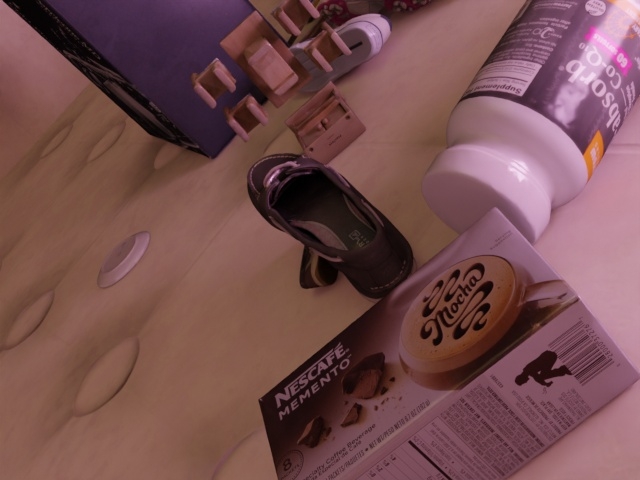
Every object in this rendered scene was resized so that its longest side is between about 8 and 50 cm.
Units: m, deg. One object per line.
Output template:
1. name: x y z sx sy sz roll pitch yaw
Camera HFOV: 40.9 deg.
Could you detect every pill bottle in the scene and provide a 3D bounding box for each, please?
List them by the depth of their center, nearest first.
1. pill bottle: 0.232 -0.133 0.908 0.162 0.162 0.278 5 56 55

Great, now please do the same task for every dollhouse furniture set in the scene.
1. dollhouse furniture set: -0.055 -0.253 1.362 0.212 0.242 0.161 -40 28 8

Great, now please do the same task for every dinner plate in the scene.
1. dinner plate: -0.385 0.032 1.658 0.141 0.017 0.141 -32 29 20

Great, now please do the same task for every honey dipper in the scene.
1. honey dipper: -0.009 -0.441 1.781 0.030 0.030 0.161 7 58 56

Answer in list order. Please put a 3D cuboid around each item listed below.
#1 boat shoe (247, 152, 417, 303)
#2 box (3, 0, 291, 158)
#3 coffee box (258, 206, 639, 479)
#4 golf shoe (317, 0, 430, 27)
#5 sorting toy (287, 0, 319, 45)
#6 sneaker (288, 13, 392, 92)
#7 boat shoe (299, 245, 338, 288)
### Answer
1. boat shoe: -0.003 -0.045 1.075 0.112 0.095 0.335 -43 46 -6
2. box: -0.374 -0.455 1.804 0.297 0.480 0.471 -51 28 -9
3. coffee box: 0.101 0.133 0.765 0.297 0.119 0.168 -40 29 9
4. golf shoe: 0.115 -0.484 1.562 0.306 0.115 0.140 -1 64 51
5. sorting toy: -0.032 -0.486 1.761 0.132 0.046 0.274 -60 9 -12
6. sneaker: 0.026 -0.336 1.552 0.258 0.094 0.091 -8 24 45
7. boat shoe: 0.000 0.000 1.146 0.049 0.056 0.152 -19 37 31
